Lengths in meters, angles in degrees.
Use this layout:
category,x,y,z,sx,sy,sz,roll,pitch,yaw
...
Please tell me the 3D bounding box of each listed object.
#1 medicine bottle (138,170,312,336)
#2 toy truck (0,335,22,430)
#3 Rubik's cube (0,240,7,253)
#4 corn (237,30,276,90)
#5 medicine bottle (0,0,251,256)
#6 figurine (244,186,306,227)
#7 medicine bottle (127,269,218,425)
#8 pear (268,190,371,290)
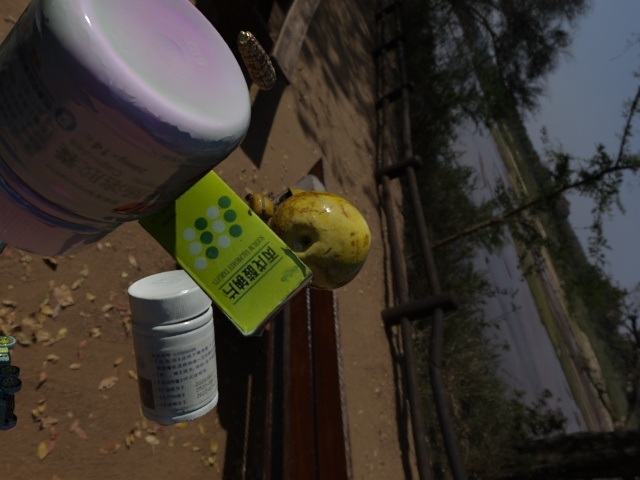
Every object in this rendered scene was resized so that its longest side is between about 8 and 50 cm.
category,x,y,z,sx,sy,sz,roll,pitch,yaw
medicine bottle,-0.142,0.021,0.776,0.250,0.137,0.141,45,-9,5
toy truck,-0.568,0.236,0.818,0.116,0.085,0.191,6,19,-38
Rubik's cube,-0.722,-0.015,1.020,0.254,0.254,0.254,47,30,-39
corn,-0.192,-0.535,1.481,0.237,0.079,0.079,51,23,-70
medicine bottle,-0.276,-0.140,0.616,0.256,0.325,0.256,38,34,-33
figurine,-0.121,-0.096,1.680,0.257,0.167,0.192,2,57,-30
medicine bottle,-0.353,0.251,1.205,0.190,0.190,0.332,-34,125,-66
pear,0.000,0.000,1.318,0.281,0.281,0.280,47,30,-39
